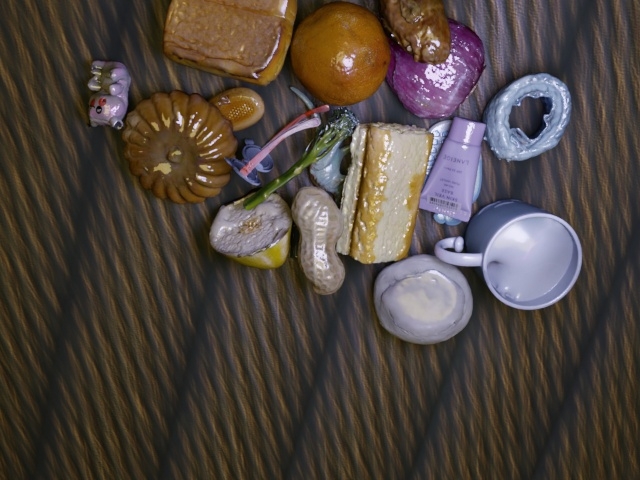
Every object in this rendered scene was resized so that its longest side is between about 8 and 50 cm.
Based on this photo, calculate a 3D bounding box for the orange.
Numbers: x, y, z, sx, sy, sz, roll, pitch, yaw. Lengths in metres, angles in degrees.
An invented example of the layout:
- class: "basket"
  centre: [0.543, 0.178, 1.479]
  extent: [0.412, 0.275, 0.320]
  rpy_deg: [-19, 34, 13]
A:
- class: "orange"
  centre: [0.047, -0.477, 1.521]
  extent: [0.264, 0.264, 0.264]
  rpy_deg: [0, 105, -1]

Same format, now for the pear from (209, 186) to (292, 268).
- class: "pear"
  centre: [-0.180, 0.001, 1.683]
  extent: [0.267, 0.266, 0.178]
  rpy_deg: [-14, 134, 2]

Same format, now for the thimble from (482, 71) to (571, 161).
- class: "thimble"
  centre: [0.551, -0.331, 1.618]
  extent: [0.205, 0.172, 0.250]
  rpy_deg: [29, 100, -4]

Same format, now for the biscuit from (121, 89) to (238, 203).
- class: "biscuit"
  centre: [-0.387, -0.244, 1.622]
  extent: [0.326, 0.107, 0.325]
  rpy_deg: [2, 115, 5]

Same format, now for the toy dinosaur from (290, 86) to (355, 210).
- class: "toy dinosaur"
  centre: [0.032, -0.258, 1.666]
  extent: [0.206, 0.092, 0.393]
  rpy_deg: [-34, 112, 14]

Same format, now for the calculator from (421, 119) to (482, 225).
- class: "calculator"
  centre: [0.368, -0.192, 1.713]
  extent: [0.189, 0.042, 0.302]
  rpy_deg: [-1, 105, -2]

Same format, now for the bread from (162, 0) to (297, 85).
- class: "bread"
  centre: [-0.219, -0.581, 1.524]
  extent: [0.337, 0.148, 0.327]
  rpy_deg: [16, 101, 12]

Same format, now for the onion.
- class: "onion"
  centre: [0.274, -0.485, 1.574]
  extent: [0.349, 0.159, 0.267]
  rpy_deg: [31, 99, -10]

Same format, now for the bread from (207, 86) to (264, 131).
- class: "bread"
  centre: [-0.242, -0.358, 1.637]
  extent: [0.189, 0.077, 0.114]
  rpy_deg: [-15, 123, 15]

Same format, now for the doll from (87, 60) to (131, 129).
- class: "doll"
  centre: [-0.572, -0.388, 1.609]
  extent: [0.149, 0.095, 0.192]
  rpy_deg: [20, 100, 34]

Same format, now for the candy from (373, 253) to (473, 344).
- class: "candy"
  centre: [0.297, 0.170, 1.737]
  extent: [0.296, 0.185, 0.295]
  rpy_deg: [3, 108, 10]

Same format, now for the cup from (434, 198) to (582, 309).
- class: "cup"
  centre: [0.492, 0.023, 1.654]
  extent: [0.357, 0.274, 0.259]
  rpy_deg: [-1, 105, 0]

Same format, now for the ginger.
- class: "ginger"
  centre: [0.219, -0.566, 1.455]
  extent: [0.172, 0.321, 0.165]
  rpy_deg: [20, 140, -38]

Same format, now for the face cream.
- class: "face cream"
  centre: [0.372, -0.200, 1.646]
  extent: [0.154, 0.096, 0.273]
  rpy_deg: [17, 108, 13]

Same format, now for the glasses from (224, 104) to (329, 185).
- class: "glasses"
  centre: [-0.112, -0.277, 1.559]
  extent: [0.118, 0.234, 0.268]
  rpy_deg: [45, 113, -8]

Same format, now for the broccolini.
- class: "broccolini"
  centre: [-0.066, -0.219, 1.583]
  extent: [0.392, 0.074, 0.079]
  rpy_deg: [-34, 124, 18]

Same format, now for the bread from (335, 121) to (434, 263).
- class: "bread"
  centre: [0.180, -0.134, 1.639]
  extent: [0.237, 0.165, 0.375]
  rpy_deg: [-8, 114, -41]

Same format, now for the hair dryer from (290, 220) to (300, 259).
- class: "hair dryer"
  centre: [0.013, -0.024, 1.721]
  extent: [0.195, 0.050, 0.173]
  rpy_deg: [7, 83, -7]

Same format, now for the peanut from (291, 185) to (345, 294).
- class: "peanut"
  centre: [0.000, 0.000, 1.598]
  extent: [0.136, 0.120, 0.298]
  rpy_deg: [-4, 99, 12]
